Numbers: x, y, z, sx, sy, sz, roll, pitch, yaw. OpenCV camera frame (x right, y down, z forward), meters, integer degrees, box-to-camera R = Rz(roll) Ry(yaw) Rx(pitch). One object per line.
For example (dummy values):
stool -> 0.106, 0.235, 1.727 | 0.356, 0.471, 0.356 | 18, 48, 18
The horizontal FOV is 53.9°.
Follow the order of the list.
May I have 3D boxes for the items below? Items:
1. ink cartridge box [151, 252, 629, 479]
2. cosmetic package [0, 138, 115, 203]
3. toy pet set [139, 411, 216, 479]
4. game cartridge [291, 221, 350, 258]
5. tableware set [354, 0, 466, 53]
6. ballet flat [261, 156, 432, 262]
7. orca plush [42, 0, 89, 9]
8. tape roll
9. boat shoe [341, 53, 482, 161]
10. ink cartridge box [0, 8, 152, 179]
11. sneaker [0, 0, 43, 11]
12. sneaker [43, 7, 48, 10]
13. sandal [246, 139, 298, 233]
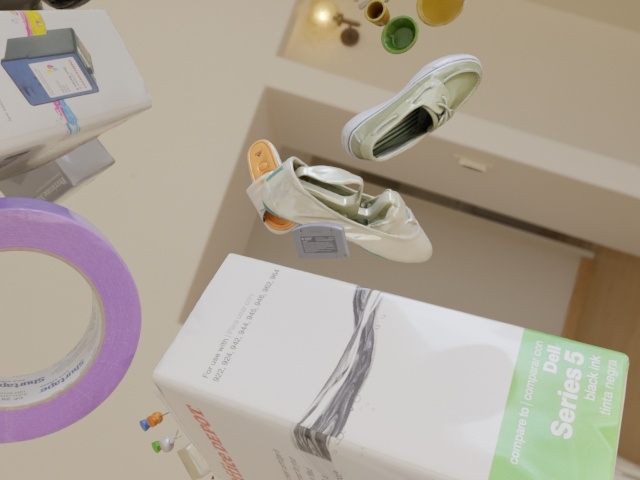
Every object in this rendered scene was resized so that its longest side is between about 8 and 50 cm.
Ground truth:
ink cartridge box -> 0.046, 0.136, 0.449 | 0.198, 0.272, 0.115 | 79, -149, -50
cosmetic package -> -0.413, -0.158, 0.857 | 0.127, 0.238, 0.107 | -30, 11, 31
toy pet set -> -0.149, 0.249, 0.765 | 0.065, 0.122, 0.114 | -27, -6, -38
game cartridge -> 0.000, 0.000, 0.930 | 0.017, 0.083, 0.056 | -53, -44, -52
tableware set -> 0.102, -0.250, 0.579 | 0.154, 0.104, 0.024 | -40, -23, 18
ballet flat -> 0.080, -0.060, 1.264 | 0.139, 0.400, 0.139 | -55, 24, 40
orca plush -> -0.254, -0.401, 0.846 | 0.287, 0.102, 0.151 | -40, -7, -8
tape roll -> -0.357, 0.091, 0.738 | 0.090, 0.274, 0.275 | 26, 100, 62
boat shoe -> 0.179, -0.222, 1.103 | 0.302, 0.094, 0.109 | -35, -49, -12
ink cartridge box -> -0.249, -0.090, 0.453 | 0.093, 0.154, 0.212 | 66, -154, -10
sneaker -> -0.369, -0.173, 0.564 | 0.267, 0.101, 0.106 | -30, -31, -36
sneaker -> -0.552, -0.404, 1.311 | 0.091, 0.126, 0.240 | -53, -19, -9
sandal -> -0.123, -0.128, 1.380 | 0.102, 0.265, 0.076 | -35, -33, 15
